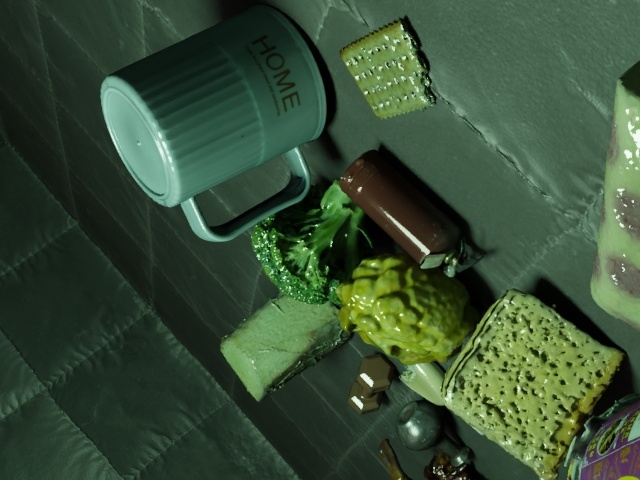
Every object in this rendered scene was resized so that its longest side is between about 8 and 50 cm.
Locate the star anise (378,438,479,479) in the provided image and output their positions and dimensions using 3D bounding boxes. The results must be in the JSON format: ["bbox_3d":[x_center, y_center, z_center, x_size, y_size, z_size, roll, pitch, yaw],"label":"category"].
[{"bbox_3d":[0.282,0.585,2.131,0.346,0.148,0.237,39,154,-3],"label":"star anise"}]

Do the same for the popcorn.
[{"bbox_3d":[0.171,0.130,1.595,0.225,0.174,0.286,9,160,43],"label":"popcorn"}]

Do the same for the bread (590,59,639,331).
[{"bbox_3d":[0.399,-0.032,0.971,0.187,0.155,0.338,31,150,32],"label":"bread"}]

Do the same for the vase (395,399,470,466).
[{"bbox_3d":[0.259,0.441,2.029,0.183,0.120,0.120,38,161,-15],"label":"vase"}]

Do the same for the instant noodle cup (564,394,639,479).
[{"bbox_3d":[0.481,0.287,1.036,0.340,0.340,0.266,43,156,19],"label":"instant noodle cup"}]

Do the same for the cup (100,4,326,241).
[{"bbox_3d":[-0.185,-0.202,1.574,0.256,0.311,0.331,35,145,41],"label":"cup"}]

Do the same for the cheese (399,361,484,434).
[{"bbox_3d":[0.263,0.327,1.906,0.235,0.049,0.127,42,155,26],"label":"cheese"}]

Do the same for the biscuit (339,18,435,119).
[{"bbox_3d":[0.107,-0.254,1.377,0.144,0.016,0.203,58,158,-14],"label":"biscuit"}]

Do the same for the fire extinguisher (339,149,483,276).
[{"bbox_3d":[0.155,-0.036,1.509,0.269,0.104,0.105,45,157,17],"label":"fire extinguisher"}]

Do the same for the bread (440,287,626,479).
[{"bbox_3d":[0.350,0.223,1.508,0.248,0.279,0.315,32,-167,5],"label":"bread"}]

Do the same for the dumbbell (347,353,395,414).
[{"bbox_3d":[0.120,0.349,2.169,0.231,0.092,0.082,101,157,-62],"label":"dumbbell"}]

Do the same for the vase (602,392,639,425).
[{"bbox_3d":[0.562,0.374,1.286,0.360,0.165,0.165,41,156,35],"label":"vase"}]

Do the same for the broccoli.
[{"bbox_3d":[0.000,0.000,1.686,0.269,0.241,0.261,7,-138,-55],"label":"broccoli"}]

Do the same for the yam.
[{"bbox_3d":[-0.089,0.249,2.183,0.202,0.271,0.201,47,160,27],"label":"yam"}]
